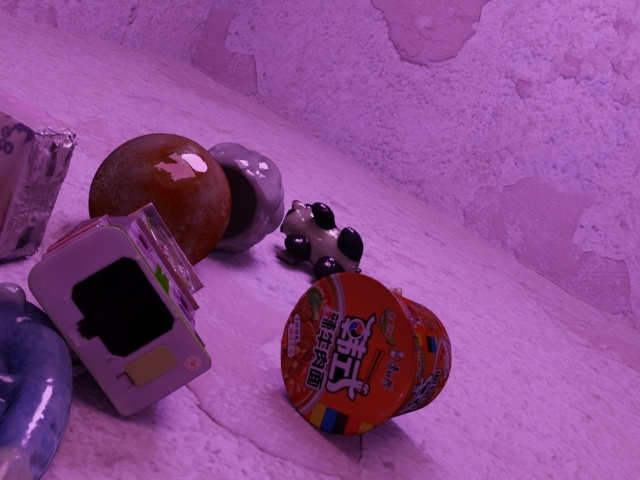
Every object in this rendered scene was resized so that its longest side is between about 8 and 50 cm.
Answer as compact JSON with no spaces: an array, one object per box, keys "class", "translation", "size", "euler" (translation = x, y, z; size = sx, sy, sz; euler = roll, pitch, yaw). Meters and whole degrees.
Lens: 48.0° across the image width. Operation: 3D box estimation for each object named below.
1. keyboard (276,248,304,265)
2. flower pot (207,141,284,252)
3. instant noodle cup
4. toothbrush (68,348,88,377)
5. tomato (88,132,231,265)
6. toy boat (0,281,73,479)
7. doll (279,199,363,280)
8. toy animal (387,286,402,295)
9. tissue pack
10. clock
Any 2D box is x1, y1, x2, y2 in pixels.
[{"class":"keyboard","translation":[-0.052,0.035,1.784],"size":[0.055,0.017,0.166],"euler":[26,16,18]},{"class":"flower pot","translation":[-0.197,-0.095,1.603],"size":[0.246,0.246,0.195],"euler":[26,12,3]},{"class":"instant noodle cup","translation":[0.086,0.187,1.179],"size":[0.250,0.250,0.192],"euler":[37,12,34]},{"class":"toothbrush","translation":[-0.497,0.078,1.015],"size":[0.418,0.040,0.042],"euler":[33,20,9]},{"class":"tomato","translation":[-0.299,-0.084,1.374],"size":[0.270,0.222,0.270],"euler":[18,44,-19]},{"class":"toy boat","translation":[-0.381,0.151,0.804],"size":[0.215,0.123,0.330],"euler":[20,19,-13]},{"class":"doll","translation":[0.000,0.002,1.722],"size":[0.234,0.143,0.135],"euler":[42,-3,11]},{"class":"toy animal","translation":[0.111,0.164,1.474],"size":[0.169,0.121,0.233],"euler":[13,15,-3]},{"class":"tissue pack","translation":[-0.586,-0.143,1.182],"size":[0.344,0.242,0.125],"euler":[31,17,16]},{"class":"clock","translation":[-0.274,0.063,1.043],"size":[0.235,0.166,0.309],"euler":[60,-3,-18]}]
